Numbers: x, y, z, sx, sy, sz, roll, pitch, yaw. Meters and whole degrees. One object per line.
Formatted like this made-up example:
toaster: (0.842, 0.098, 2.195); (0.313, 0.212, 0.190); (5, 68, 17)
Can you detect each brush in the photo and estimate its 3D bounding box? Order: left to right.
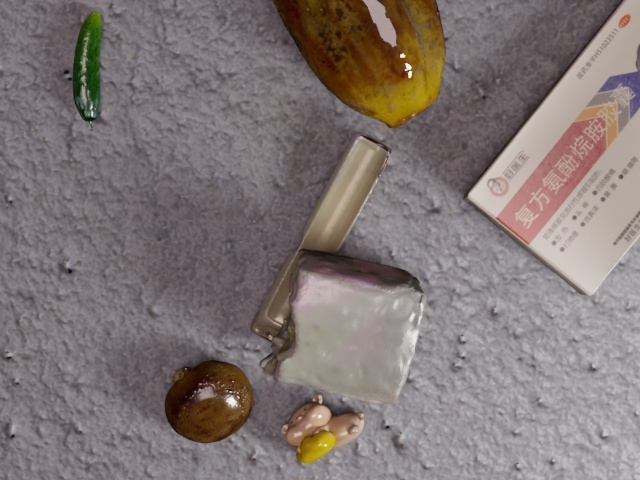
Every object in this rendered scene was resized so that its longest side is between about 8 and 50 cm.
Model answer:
brush: (0.000, 0.000, 1.433); (0.060, 0.050, 0.321); (28, 102, -2)

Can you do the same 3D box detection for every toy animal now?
toy animal: (-0.001, 0.254, 1.430); (0.114, 0.091, 0.082); (-29, 78, 6)

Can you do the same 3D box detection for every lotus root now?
lotus root: (0.061, -0.291, 1.354); (0.193, 0.193, 0.291); (-30, 89, 5)

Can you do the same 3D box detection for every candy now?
candy: (0.035, 0.118, 1.372); (0.195, 0.137, 0.185); (13, 105, -8)

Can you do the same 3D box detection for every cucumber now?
cucumber: (-0.324, -0.235, 1.435); (0.039, 0.039, 0.168); (3, 91, 3)

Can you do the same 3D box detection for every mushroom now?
mushroom: (-0.153, 0.226, 1.444); (0.127, 0.087, 0.127); (-4, 114, -8)

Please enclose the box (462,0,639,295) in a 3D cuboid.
box: (0.383, -0.127, 1.380); (0.214, 0.069, 0.353); (39, 89, 1)
